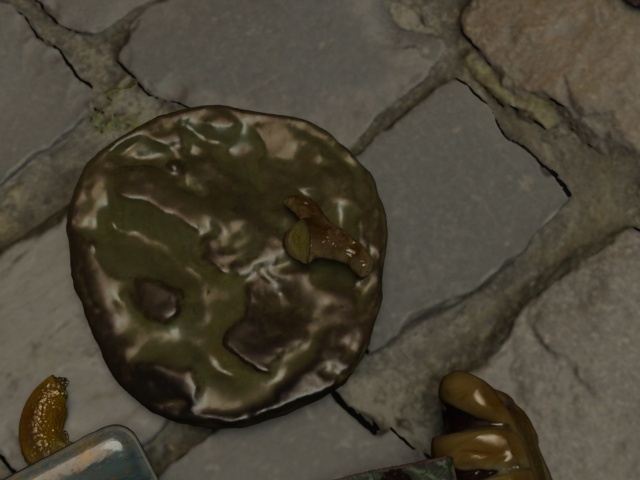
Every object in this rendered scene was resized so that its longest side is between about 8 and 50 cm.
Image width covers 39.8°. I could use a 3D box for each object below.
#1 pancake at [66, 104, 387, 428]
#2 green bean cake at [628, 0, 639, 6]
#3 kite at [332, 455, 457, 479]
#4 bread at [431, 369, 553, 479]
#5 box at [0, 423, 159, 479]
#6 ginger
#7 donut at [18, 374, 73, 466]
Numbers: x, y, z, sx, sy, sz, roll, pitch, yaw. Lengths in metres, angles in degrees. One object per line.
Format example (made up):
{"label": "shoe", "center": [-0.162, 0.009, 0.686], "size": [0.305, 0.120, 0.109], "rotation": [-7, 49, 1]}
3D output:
{"label": "pancake", "center": [-0.074, 0.016, 0.757], "size": [0.294, 0.049, 0.294], "rotation": [1, 68, -2]}
{"label": "green bean cake", "center": [0.328, -0.314, 0.896], "size": [0.135, 0.056, 0.135], "rotation": [-40, 77, -17]}
{"label": "kite", "center": [0.035, 0.261, 0.641], "size": [0.229, 0.012, 0.250], "rotation": [33, 98, 43]}
{"label": "bread", "center": [0.137, 0.212, 0.660], "size": [0.081, 0.134, 0.225], "rotation": [-20, 69, 17]}
{"label": "box", "center": [-0.241, 0.259, 0.647], "size": [0.285, 0.044, 0.142], "rotation": [-27, 90, -11]}
{"label": "ginger", "center": [-0.001, 0.000, 0.725], "size": [0.097, 0.030, 0.048], "rotation": [43, 70, 14]}
{"label": "donut", "center": [-0.211, 0.150, 0.705], "size": [0.067, 0.038, 0.083], "rotation": [17, 72, 6]}
